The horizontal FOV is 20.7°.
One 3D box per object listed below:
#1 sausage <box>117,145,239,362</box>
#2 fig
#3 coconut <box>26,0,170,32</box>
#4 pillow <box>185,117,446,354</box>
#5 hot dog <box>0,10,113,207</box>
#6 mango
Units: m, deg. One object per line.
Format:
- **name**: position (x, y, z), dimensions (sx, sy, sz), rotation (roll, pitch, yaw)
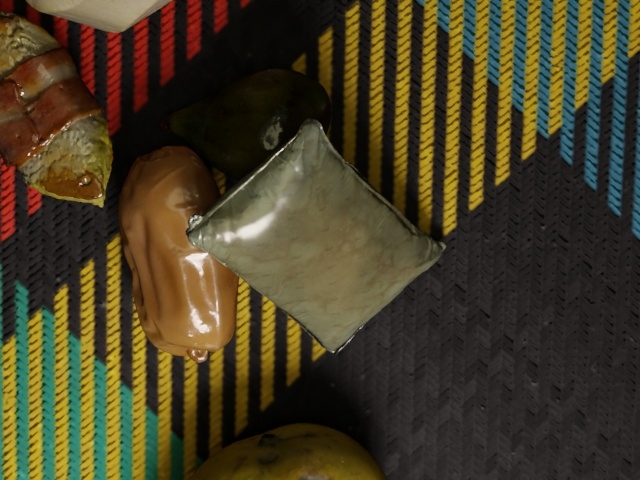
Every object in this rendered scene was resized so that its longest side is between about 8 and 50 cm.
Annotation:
- **sausage**: position (-0.153, 0.015, 1.928), dimensions (0.120, 0.136, 0.241), rotation (-12, 104, -10)
- **fig**: position (-0.074, -0.126, 1.937), dimensions (0.126, 0.184, 0.133), rotation (-3, 100, -44)
- **coconut**: position (-0.218, -0.336, 1.799), dimensions (0.259, 0.259, 0.259), rotation (-1, 99, -5)
- **pillow**: position (0.000, 0.000, 1.904), dimensions (0.185, 0.075, 0.302), rotation (-42, 136, 7)
- **hot dog**: position (-0.304, -0.144, 1.908), dimensions (0.123, 0.093, 0.262), rotation (-28, 85, 9)
- **mango**: position (-0.065, 0.371, 1.977), dimensions (0.253, 0.182, 0.365), rotation (28, 107, -11)
